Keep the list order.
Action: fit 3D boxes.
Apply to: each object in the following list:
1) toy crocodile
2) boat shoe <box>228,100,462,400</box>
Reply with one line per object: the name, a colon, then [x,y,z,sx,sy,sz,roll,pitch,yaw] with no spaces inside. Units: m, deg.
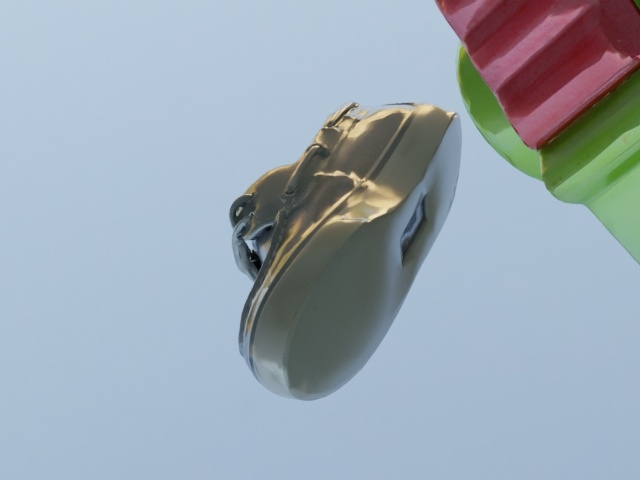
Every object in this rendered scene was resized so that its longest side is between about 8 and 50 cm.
toy crocodile: [0.058,-0.121,0.567,0.105,0.341,0.115,-18,169,-42]
boat shoe: [0.000,-0.001,0.909,0.081,0.079,0.227,10,-147,19]
